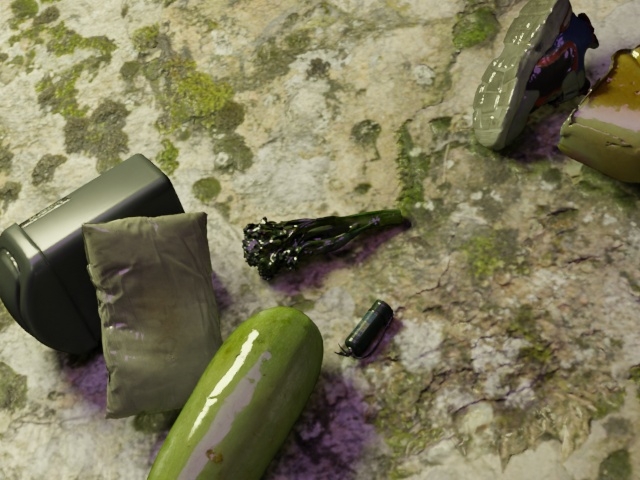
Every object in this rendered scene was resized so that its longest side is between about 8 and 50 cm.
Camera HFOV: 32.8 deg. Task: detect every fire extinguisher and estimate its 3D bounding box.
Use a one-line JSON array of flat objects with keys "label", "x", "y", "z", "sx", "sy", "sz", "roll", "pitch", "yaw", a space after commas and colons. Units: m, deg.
[{"label": "fire extinguisher", "x": 0.053, "y": 0.109, "z": 1.261, "sx": 0.038, "sy": 0.025, "sz": 0.083, "roll": 38, "pitch": 68, "yaw": 9}]

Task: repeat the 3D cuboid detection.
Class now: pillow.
[{"label": "pillow", "x": -0.186, "y": 0.084, "z": 1.236, "sx": 0.148, "sy": 0.050, "sz": 0.230, "roll": -8, "pitch": 92, "yaw": -12}]

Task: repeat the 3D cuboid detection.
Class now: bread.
[{"label": "bread", "x": 0.407, "y": -0.139, "z": 1.286, "sx": 0.260, "sy": 0.158, "sz": 0.156, "roll": -12, "pitch": 62, "yaw": 5}]

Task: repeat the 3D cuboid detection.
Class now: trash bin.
[{"label": "trash bin", "x": -0.272, "y": 0.023, "z": 1.313, "sx": 0.236, "sy": 0.177, "sz": 0.101, "roll": -36, "pitch": 46, "yaw": -17}]

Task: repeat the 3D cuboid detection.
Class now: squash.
[{"label": "squash", "x": -0.113, "y": 0.229, "z": 1.160, "sx": 0.118, "sy": 0.118, "sz": 0.370, "roll": 20, "pitch": 65, "yaw": 26}]

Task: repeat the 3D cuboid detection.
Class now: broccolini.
[{"label": "broccolini", "x": -0.001, "y": -0.017, "z": 1.345, "sx": 0.202, "sy": 0.068, "sz": 0.091, "roll": -23, "pitch": 32, "yaw": -4}]

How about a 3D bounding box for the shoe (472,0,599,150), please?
[{"label": "shoe", "x": 0.287, "y": -0.206, "z": 1.409, "sx": 0.227, "sy": 0.125, "sz": 0.099, "roll": -64, "pitch": 24, "yaw": -4}]
